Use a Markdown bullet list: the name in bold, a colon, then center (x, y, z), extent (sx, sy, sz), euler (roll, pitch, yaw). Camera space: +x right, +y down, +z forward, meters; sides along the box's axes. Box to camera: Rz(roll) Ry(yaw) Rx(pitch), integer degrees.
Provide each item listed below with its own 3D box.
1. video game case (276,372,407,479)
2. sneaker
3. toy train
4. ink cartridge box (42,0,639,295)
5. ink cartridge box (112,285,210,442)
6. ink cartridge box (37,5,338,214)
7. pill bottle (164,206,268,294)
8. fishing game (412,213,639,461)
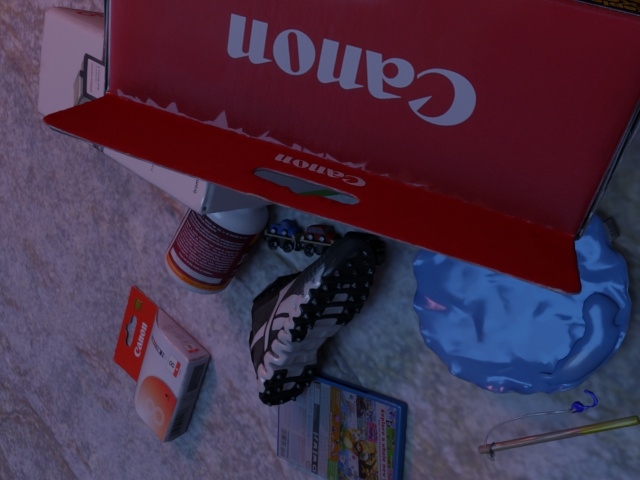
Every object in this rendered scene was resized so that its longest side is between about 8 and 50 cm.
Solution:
- **video game case**: center (0.018, 0.214, 0.713), extent (0.166, 0.015, 0.119), euler (10, 103, 37)
- **sneaker**: center (-0.025, 0.067, 0.670), extent (0.106, 0.078, 0.234), euler (59, 136, 36)
- **toy train**: center (0.000, 0.000, 0.684), extent (0.158, 0.027, 0.036), euler (9, 99, 37)
- **ink cartridge box**: center (0.034, -0.124, 0.406), extent (0.310, 0.271, 0.130), euler (17, 121, 9)
- **ink cartridge box**: center (-0.241, 0.169, 0.894), extent (0.179, 0.045, 0.145), euler (33, 116, 27)
- **ink cartridge box**: center (-0.124, -0.140, 0.648), extent (0.273, 0.198, 0.114), euler (30, 116, 32)
- **pill bottle**: center (-0.114, -0.016, 0.733), extent (0.086, 0.086, 0.152), euler (49, 124, 22)
- **fishing game**: center (0.169, 0.041, 0.552), extent (0.189, 0.041, 0.263), euler (-29, 74, 30)
